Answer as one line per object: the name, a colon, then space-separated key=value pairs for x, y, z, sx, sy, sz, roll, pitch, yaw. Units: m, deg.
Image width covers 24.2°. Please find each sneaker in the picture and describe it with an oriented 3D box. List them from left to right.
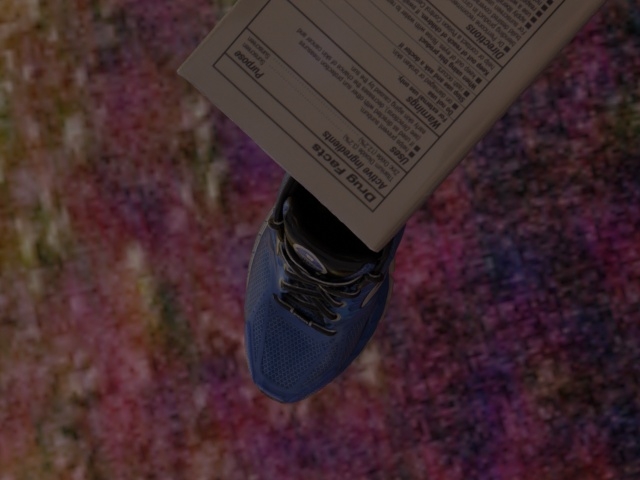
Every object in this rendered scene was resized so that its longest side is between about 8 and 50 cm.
sneaker: x=0.000 y=0.000 z=1.166 sx=0.130 sy=0.147 sz=0.330 roll=25 pitch=122 yaw=10

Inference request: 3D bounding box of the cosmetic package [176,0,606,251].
cosmetic package: x=0.082 y=-0.160 z=0.870 sx=0.160 sy=0.113 sz=0.309 roll=43 pitch=99 yaw=2
